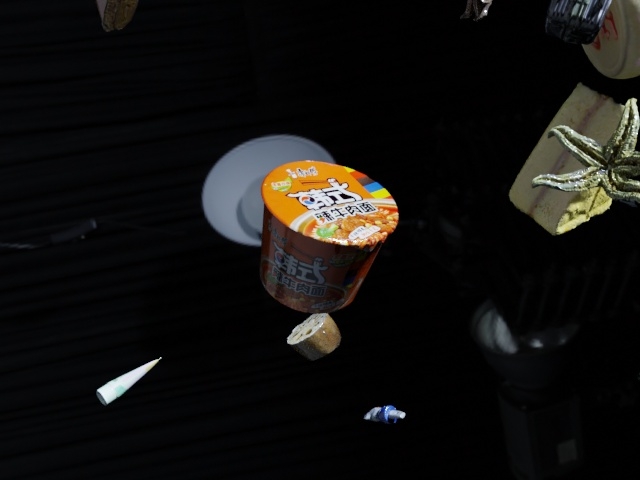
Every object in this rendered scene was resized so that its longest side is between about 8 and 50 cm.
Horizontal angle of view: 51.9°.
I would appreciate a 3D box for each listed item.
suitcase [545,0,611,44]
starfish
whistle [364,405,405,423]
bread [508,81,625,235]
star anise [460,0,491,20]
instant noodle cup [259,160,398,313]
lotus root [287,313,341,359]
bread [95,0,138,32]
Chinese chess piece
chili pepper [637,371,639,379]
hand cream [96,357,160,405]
[{"bbox_3d":[0.271,-0.267,0.666,0.126,0.059,0.086,-71,164,9],"label":"suitcase"},{"bbox_3d":[0.392,-0.120,0.881,0.208,0.176,0.053,22,-11,42],"label":"starfish"},{"bbox_3d":[0.104,0.282,1.061,0.083,0.033,0.029,-19,-88,52],"label":"whistle"},{"bbox_3d":[0.517,-0.170,1.386,0.168,0.163,0.264,48,-25,42],"label":"bread"},{"bbox_3d":[0.291,-0.461,1.186,0.141,0.042,0.141,-174,-90,-78],"label":"star anise"},{"bbox_3d":[0.000,0.000,1.209,0.250,0.250,0.192,-105,-157,-49],"label":"instant noodle cup"},{"bbox_3d":[-0.016,0.241,1.625,0.122,0.112,0.081,-16,-70,56],"label":"lotus root"},{"bbox_3d":[-0.358,-0.474,1.131,0.067,0.119,0.192,-22,98,-50],"label":"bread"},{"bbox_3d":[0.586,-0.452,1.284,0.273,0.102,0.273,-18,90,-85],"label":"Chinese chess piece"},{"bbox_3d":[0.878,0.375,1.690,0.050,0.182,0.073,-51,-166,25],"label":"chili pepper"},{"bbox_3d":[-0.497,0.362,1.717,0.047,0.174,0.076,54,-38,4],"label":"hand cream"}]
